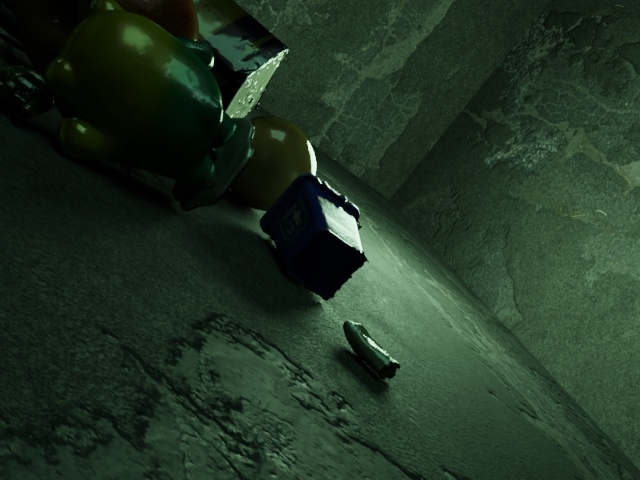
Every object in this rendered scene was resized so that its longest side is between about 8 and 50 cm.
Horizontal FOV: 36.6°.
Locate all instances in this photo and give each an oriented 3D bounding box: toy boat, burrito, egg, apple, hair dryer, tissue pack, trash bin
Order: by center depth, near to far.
[{"bbox_3d":[-0.463,-0.232,1.490,0.104,0.052,0.210,35,10,-9],"label":"toy boat"},{"bbox_3d":[0.081,0.182,1.627,0.118,0.044,0.074,44,8,19],"label":"burrito"},{"bbox_3d":[-0.392,-0.392,1.762,0.319,0.319,0.277,41,28,13],"label":"apple"},{"bbox_3d":[-0.607,-0.426,1.843,0.251,0.089,0.197,43,2,-41],"label":"hair dryer"},{"bbox_3d":[0.000,0.000,1.867,0.184,0.162,0.234,35,15,-23],"label":"trash bin"},{"bbox_3d":[-0.109,-0.166,2.054,0.201,0.201,0.244,41,-12,16],"label":"egg"},{"bbox_3d":[-0.321,-0.472,2.348,0.416,0.264,0.253,40,43,1],"label":"tissue pack"}]

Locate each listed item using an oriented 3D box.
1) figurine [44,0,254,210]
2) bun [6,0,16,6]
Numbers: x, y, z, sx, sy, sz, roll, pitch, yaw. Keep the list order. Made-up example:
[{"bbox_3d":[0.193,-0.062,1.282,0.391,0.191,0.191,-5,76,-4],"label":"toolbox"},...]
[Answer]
[{"bbox_3d":[-0.277,-0.223,1.566,0.231,0.324,0.340,-8,-38,45],"label":"figurine"},{"bbox_3d":[-0.679,-0.578,2.167,0.183,0.102,0.183,25,-3,1],"label":"bun"}]
